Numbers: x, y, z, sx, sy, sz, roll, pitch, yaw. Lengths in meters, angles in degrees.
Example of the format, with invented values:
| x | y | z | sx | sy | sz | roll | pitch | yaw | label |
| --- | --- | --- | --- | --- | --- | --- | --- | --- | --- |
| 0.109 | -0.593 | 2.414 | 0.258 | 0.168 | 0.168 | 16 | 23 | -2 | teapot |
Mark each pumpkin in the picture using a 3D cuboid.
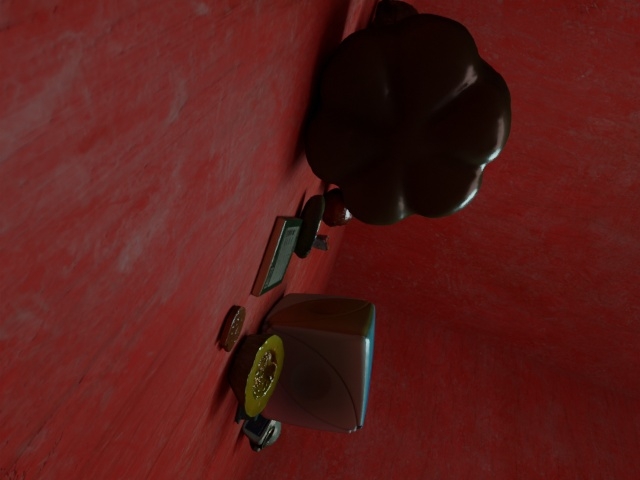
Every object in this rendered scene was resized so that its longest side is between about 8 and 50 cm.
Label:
| x | y | z | sx | sy | sz | roll | pitch | yaw | label |
| --- | --- | --- | --- | --- | --- | --- | --- | --- | --- |
| -0.185 | 0.342 | 1.280 | 0.217 | 0.110 | 0.218 | -55 | 157 | -39 | pumpkin |

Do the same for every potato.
| x | y | z | sx | sy | sz | roll | pitch | yaw | label |
| --- | --- | --- | --- | --- | --- | --- | --- | --- | --- |
| -0.044 | -0.043 | 1.423 | 0.119 | 0.054 | 0.198 | -114 | -136 | -60 | potato |

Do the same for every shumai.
| x | y | z | sx | sy | sz | roll | pitch | yaw | label |
| --- | --- | --- | --- | --- | --- | --- | --- | --- | --- |
| 0.222 | -0.593 | 1.449 | 0.185 | 0.183 | 0.218 | -67 | 168 | -53 | shumai |

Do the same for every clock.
| x | y | z | sx | sy | sz | roll | pitch | yaw | label |
| --- | --- | --- | --- | --- | --- | --- | --- | --- | --- |
| -0.240 | 0.777 | 2.010 | 0.243 | 0.146 | 0.200 | 89 | 27 | -64 | clock |

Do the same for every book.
| x | y | z | sx | sy | sz | roll | pitch | yaw | label |
| --- | --- | --- | --- | --- | --- | --- | --- | --- | --- |
| -0.107 | 0.035 | 1.271 | 0.264 | 0.027 | 0.202 | -20 | 129 | -82 | book |

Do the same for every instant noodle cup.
| x | y | z | sx | sy | sz | roll | pitch | yaw | label |
| --- | --- | --- | --- | --- | --- | --- | --- | --- | --- |
| -0.229 | 0.536 | 1.665 | 0.157 | 0.070 | 0.179 | -65 | 172 | -55 | instant noodle cup |

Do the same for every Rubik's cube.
| x | y | z | sx | sy | sz | roll | pitch | yaw | label |
| --- | --- | --- | --- | --- | --- | --- | --- | --- | --- |
| -0.002 | 0.387 | 1.599 | 0.352 | 0.347 | 0.352 | -57 | 151 | -74 | Rubik's cube |

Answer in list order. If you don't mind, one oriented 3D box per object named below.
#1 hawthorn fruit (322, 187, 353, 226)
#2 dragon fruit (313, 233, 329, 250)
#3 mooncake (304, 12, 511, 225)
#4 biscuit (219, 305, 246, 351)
| x | y | z | sx | sy | sz | roll | pitch | yaw | label |
| --- | --- | --- | --- | --- | --- | --- | --- | --- | --- |
| 0.070 | -0.139 | 1.873 | 0.148 | 0.148 | 0.172 | -63 | 155 | -52 | hawthorn fruit |
| 0.000 | 0.000 | 1.939 | 0.060 | 0.083 | 0.056 | -66 | 169 | -57 | dragon fruit |
| 0.198 | -0.264 | 1.105 | 0.262 | 0.466 | 0.467 | -68 | 175 | -58 | mooncake |
| -0.190 | 0.189 | 1.042 | 0.130 | 0.019 | 0.102 | 92 | 18 | -72 | biscuit |
